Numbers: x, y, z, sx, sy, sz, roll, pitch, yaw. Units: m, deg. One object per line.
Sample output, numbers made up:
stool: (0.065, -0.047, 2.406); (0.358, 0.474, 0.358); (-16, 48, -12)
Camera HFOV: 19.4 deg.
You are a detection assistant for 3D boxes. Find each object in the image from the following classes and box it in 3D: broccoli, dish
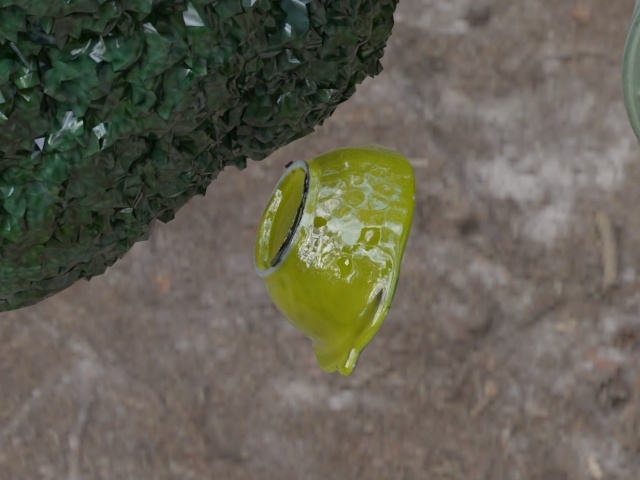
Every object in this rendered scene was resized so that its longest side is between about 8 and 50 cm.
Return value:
broccoli: (-0.100, -0.112, 0.464); (0.270, 0.270, 0.270); (-14, 80, -10)
dish: (0.000, 0.000, 1.373); (0.080, 0.149, 0.207); (22, 49, -19)

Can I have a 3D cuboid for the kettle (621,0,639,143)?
kettle: (0.339, -0.176, 1.361); (0.250, 0.361, 0.376); (18, 41, -1)
